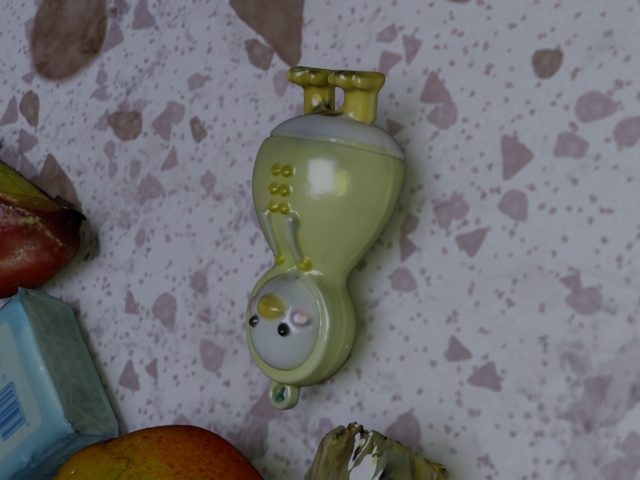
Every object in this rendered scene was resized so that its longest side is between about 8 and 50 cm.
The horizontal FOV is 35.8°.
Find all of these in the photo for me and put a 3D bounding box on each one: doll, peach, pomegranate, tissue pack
[{"bbox_3d":[-0.007,-0.001,0.843,0.141,0.117,0.296,10,85,37],"label":"doll"},{"bbox_3d":[-0.381,-0.011,1.074,0.267,0.159,0.154,31,103,32],"label":"peach"},{"bbox_3d":[-0.138,0.250,0.803,0.210,0.235,0.210,-4,75,16],"label":"pomegranate"},{"bbox_3d":[-0.341,0.196,1.034,0.263,0.089,0.177,-41,59,21],"label":"tissue pack"}]

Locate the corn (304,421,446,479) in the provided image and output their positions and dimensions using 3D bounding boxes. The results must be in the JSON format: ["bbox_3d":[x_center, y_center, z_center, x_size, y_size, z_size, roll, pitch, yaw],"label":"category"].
[{"bbox_3d":[0.015,0.291,0.757,0.122,0.123,0.305,13,86,9],"label":"corn"}]
